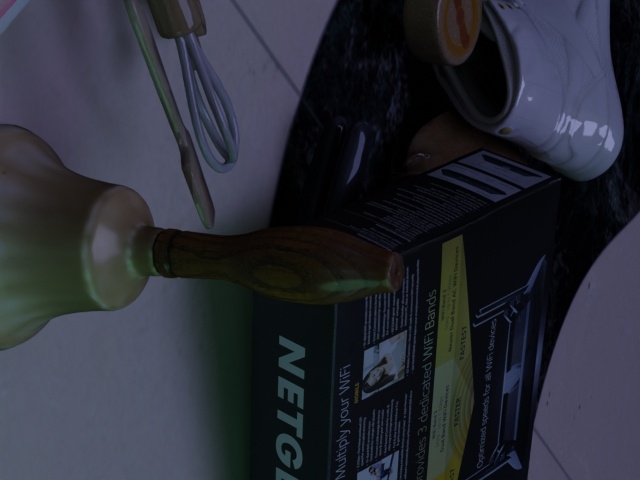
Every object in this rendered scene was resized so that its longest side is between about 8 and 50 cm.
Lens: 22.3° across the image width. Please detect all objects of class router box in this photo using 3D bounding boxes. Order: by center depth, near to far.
[{"bbox_3d":[0.060,0.114,1.180,0.243,0.081,0.309,-23,126,-42],"label":"router box"}]

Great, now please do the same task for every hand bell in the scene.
[{"bbox_3d":[-0.069,0.006,0.846,0.126,0.242,0.126,-15,107,-62],"label":"hand bell"}]

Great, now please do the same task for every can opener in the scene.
[{"bbox_3d":[0.000,0.000,1.185,0.073,0.059,0.186,10,88,-53],"label":"can opener"}]

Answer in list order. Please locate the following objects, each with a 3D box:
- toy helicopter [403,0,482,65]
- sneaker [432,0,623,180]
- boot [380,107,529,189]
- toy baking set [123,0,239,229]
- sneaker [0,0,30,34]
[{"bbox_3d":[0.103,-0.315,1.265,0.235,0.140,0.355,-6,102,-61],"label":"toy helicopter"},{"bbox_3d":[0.169,-0.207,1.422,0.169,0.108,0.293,19,51,-42],"label":"sneaker"},{"bbox_3d":[0.076,-0.021,1.334,0.115,0.112,0.305,58,39,-4],"label":"boot"},{"bbox_3d":[-0.082,-0.144,0.919,0.197,0.030,0.256,65,12,-53],"label":"toy baking set"},{"bbox_3d":[-0.167,-0.161,0.834,0.134,0.051,0.070,-60,150,-33],"label":"sneaker"}]
